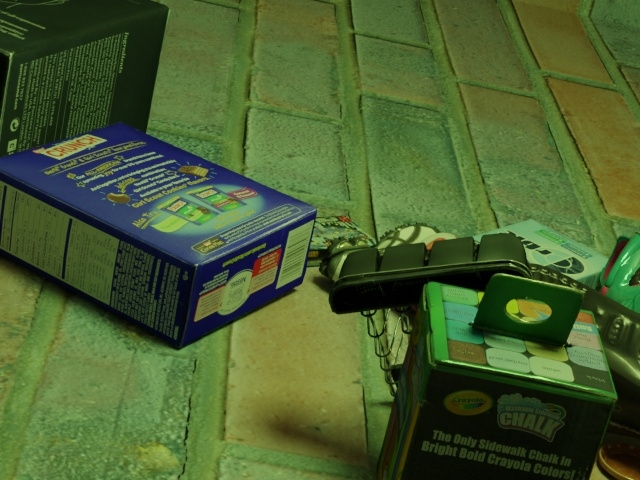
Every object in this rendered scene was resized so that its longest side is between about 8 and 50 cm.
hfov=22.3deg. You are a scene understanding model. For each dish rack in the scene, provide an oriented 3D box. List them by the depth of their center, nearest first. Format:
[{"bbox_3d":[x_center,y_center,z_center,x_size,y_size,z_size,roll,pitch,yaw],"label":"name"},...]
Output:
[{"bbox_3d":[0.142,0.103,1.717,0.208,0.271,0.074,-6,45,16],"label":"dish rack"}]

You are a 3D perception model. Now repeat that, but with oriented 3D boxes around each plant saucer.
[{"bbox_3d":[0.348,0.251,1.800,0.083,0.013,0.083,12,24,-5],"label":"plant saucer"}]

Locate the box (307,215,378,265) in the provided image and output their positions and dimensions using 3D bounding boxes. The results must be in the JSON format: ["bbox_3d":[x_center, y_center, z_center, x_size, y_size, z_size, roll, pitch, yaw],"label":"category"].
[{"bbox_3d":[0.000,0.000,2.162,0.137,0.027,0.094,-4,28,-35],"label":"box"}]

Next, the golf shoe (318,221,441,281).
[{"bbox_3d":[0.095,0.035,2.094,0.198,0.077,0.094,-14,46,-36],"label":"golf shoe"}]

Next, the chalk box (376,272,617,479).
[{"bbox_3d":[0.170,0.158,1.561,0.180,0.289,0.179,12,23,-4],"label":"chalk box"}]

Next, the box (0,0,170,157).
[{"bbox_3d":[-0.443,-0.241,2.230,0.293,0.212,0.395,22,25,19],"label":"box"}]

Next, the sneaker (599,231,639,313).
[{"bbox_3d":[0.469,0.062,2.179,0.295,0.124,0.178,-14,45,-46],"label":"sneaker"}]

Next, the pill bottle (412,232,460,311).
[{"bbox_3d":[0.193,0.077,1.990,0.108,0.108,0.193,-5,29,-37],"label":"pill bottle"}]

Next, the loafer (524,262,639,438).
[{"bbox_3d":[0.348,0.158,1.838,0.366,0.130,0.134,32,46,10],"label":"loafer"}]

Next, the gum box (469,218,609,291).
[{"bbox_3d":[0.297,0.032,2.238,0.157,0.041,0.184,30,29,33],"label":"gum box"}]

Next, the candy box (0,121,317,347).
[{"bbox_3d":[-0.209,-0.018,1.967,0.317,0.122,0.268,26,27,24],"label":"candy box"}]
